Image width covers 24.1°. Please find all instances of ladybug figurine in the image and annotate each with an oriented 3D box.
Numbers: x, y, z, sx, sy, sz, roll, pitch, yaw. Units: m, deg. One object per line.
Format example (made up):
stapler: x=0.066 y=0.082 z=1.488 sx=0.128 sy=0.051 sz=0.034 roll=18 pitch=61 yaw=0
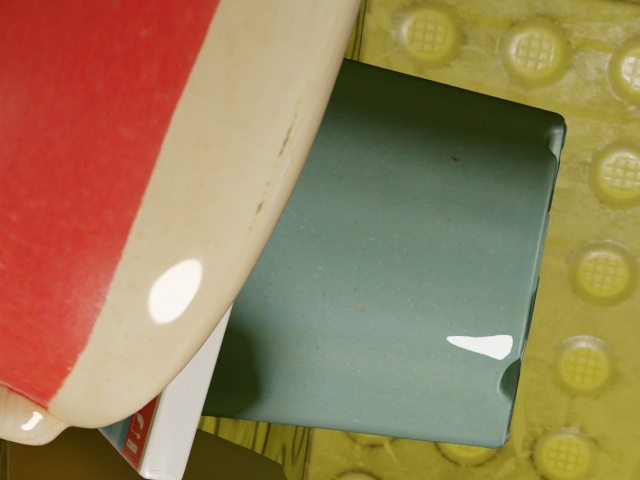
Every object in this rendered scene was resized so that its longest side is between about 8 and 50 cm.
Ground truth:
ladybug figurine: x=-0.099 y=-0.132 z=0.692 sx=0.305 sy=0.162 sz=0.449 roll=-11 pitch=-117 yaw=59

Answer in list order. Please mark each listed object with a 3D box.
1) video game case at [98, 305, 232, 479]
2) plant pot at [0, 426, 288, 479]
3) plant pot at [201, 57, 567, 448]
video game case: x=-0.109 y=-0.006 z=0.850 sx=0.285 sy=0.025 sz=0.204 roll=25 pitch=-80 yaw=63
plant pot: x=-0.113 y=0.222 z=0.938 sx=0.212 sy=0.187 sz=0.212 roll=-129 pitch=-134 yaw=-72
plant pot: x=0.000 y=0.000 z=1.130 sx=0.341 sy=0.334 sz=0.341 roll=10 pitch=90 yaw=-81
